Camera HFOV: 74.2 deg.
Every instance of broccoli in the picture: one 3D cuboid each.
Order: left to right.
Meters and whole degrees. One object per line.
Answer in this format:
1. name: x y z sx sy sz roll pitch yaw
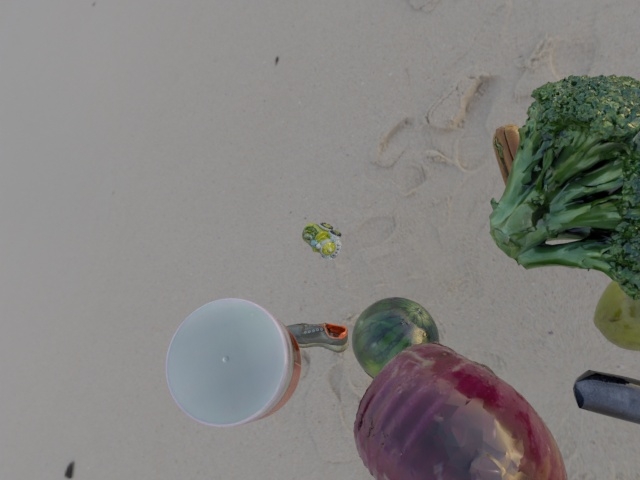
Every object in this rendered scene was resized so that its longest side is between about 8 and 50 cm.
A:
1. broccoli: 0.327 -0.068 0.512 0.241 0.269 0.261 -41 20 31

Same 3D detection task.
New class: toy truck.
1. toy truck: 0.000 0.000 1.038 0.111 0.077 0.076 42 115 51

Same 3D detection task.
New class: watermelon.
1. watermelon: 0.295 0.394 1.691 0.363 0.363 0.363 -10 69 29

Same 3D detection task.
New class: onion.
1. onion: 0.167 0.263 0.522 0.256 0.230 0.272 15 66 14

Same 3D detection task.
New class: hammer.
1. hammer: 0.416 0.200 0.426 0.290 0.037 0.137 11 82 24

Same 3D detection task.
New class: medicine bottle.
1. medicine bottle: -0.176 0.273 0.943 0.252 0.241 0.252 -1 71 3

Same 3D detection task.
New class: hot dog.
1. hot dog: 0.557 -0.210 1.210 0.100 0.068 0.249 -29 77 63

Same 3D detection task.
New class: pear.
1. pear: 1.074 0.240 1.420 0.253 0.253 0.307 56 142 32

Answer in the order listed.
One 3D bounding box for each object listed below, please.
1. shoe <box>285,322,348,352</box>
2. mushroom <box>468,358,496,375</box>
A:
1. shoe: -0.011 0.260 1.202 0.194 0.077 0.074 10 38 2
2. mushroom: 0.411 0.393 1.177 0.194 0.231 0.138 1 82 7
